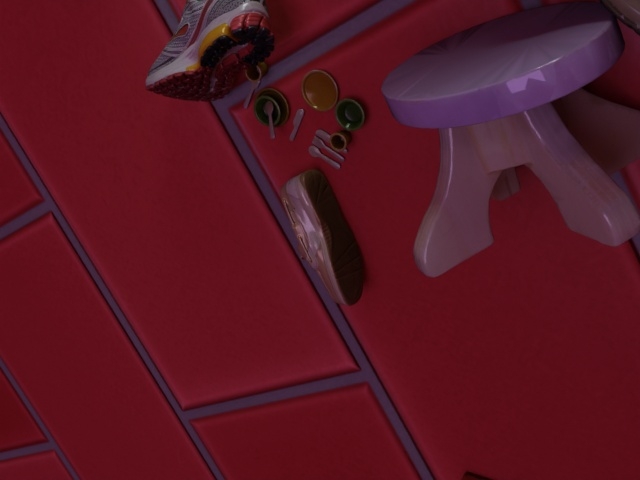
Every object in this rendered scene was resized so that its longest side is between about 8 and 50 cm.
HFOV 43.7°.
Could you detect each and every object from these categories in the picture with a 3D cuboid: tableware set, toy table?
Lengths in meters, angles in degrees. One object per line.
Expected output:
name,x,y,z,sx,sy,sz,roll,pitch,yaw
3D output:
tableware set,-0.024,-0.152,0.912,0.154,0.024,0.104,36,129,12
toy table,0.168,-0.093,0.692,0.252,0.274,0.161,-26,110,4

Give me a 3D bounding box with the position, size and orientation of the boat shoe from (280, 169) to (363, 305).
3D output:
boat shoe,0.000,0.000,0.961,0.059,0.063,0.170,-14,98,40

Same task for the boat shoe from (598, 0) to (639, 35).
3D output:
boat shoe,0.243,-0.224,0.562,0.324,0.122,0.120,37,128,9

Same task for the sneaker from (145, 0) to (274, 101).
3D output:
sneaker,-0.127,-0.225,0.911,0.225,0.088,0.093,-21,69,47

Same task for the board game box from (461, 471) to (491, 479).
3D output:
board game box,0.310,0.395,1.002,0.281,0.027,0.145,12,120,27
